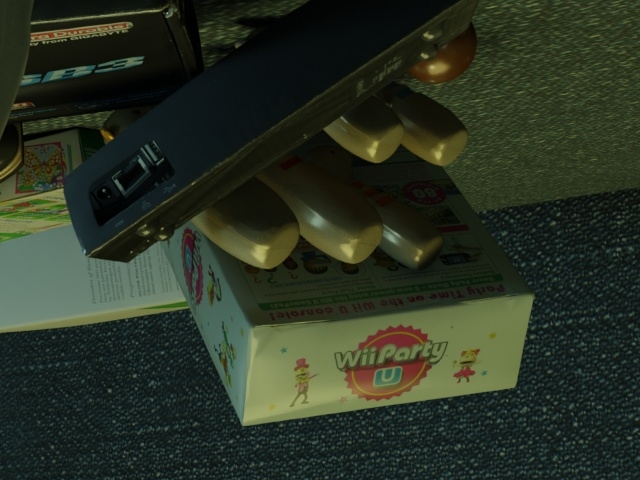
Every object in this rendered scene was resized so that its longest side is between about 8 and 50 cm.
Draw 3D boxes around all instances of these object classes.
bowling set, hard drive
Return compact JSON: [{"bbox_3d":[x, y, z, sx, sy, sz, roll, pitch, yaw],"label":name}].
[{"bbox_3d":[0.010,-0.094,1.244,0.154,0.200,0.287,38,-167,24],"label":"bowling set"},{"bbox_3d":[-0.028,-0.077,1.041,0.254,0.054,0.172,-34,178,1],"label":"hard drive"}]

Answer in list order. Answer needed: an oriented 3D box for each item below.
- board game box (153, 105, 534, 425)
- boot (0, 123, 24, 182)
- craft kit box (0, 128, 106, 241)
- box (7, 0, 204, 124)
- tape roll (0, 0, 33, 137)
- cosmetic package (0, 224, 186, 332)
[{"bbox_3d":[0.000,0.000,1.437,0.224,0.097,0.303,-6,-144,-19],"label":"board game box"},{"bbox_3d":[-0.323,-0.068,1.324,0.198,0.077,0.137,-8,171,4],"label":"boot"},{"bbox_3d":[-0.274,-0.047,1.744,0.246,0.061,0.250,-15,173,19],"label":"craft kit box"},{"bbox_3d":[-0.211,-0.104,0.936,0.295,0.073,0.293,-7,178,-2],"label":"box"},{"bbox_3d":[-0.171,-0.065,0.385,0.219,0.219,0.072,-4,176,-38],"label":"tape roll"},{"bbox_3d":[-0.214,0.008,2.086,0.365,0.155,0.197,-12,175,43],"label":"cosmetic package"}]
